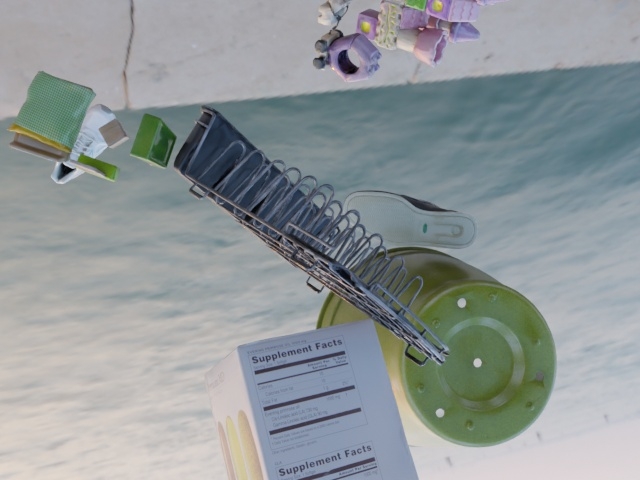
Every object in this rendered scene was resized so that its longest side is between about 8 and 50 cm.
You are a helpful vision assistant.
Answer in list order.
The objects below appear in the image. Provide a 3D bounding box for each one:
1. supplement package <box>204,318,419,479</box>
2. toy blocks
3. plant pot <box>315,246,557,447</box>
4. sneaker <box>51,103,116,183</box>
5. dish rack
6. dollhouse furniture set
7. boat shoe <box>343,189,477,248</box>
[{"bbox_3d":[-0.003,0.212,0.682,0.134,0.244,0.139,-9,163,-24],"label":"supplement package"},{"bbox_3d":[0.186,-0.413,1.248,0.309,0.260,0.288,-45,152,-44],"label":"toy blocks"},{"bbox_3d":[0.198,0.186,1.235,0.366,0.366,0.353,-12,179,-10],"label":"plant pot"},{"bbox_3d":[-0.347,-0.136,1.116,0.054,0.061,0.152,35,125,-12],"label":"sneaker"},{"bbox_3d":[0.000,0.000,0.653,0.074,0.271,0.208,-53,133,-4],"label":"dish rack"},{"bbox_3d":[-0.208,-0.100,0.663,0.152,0.076,0.058,19,176,6],"label":"dollhouse furniture set"},{"bbox_3d":[0.144,-0.034,1.279,0.233,0.084,0.079,11,-170,-14],"label":"boat shoe"}]
